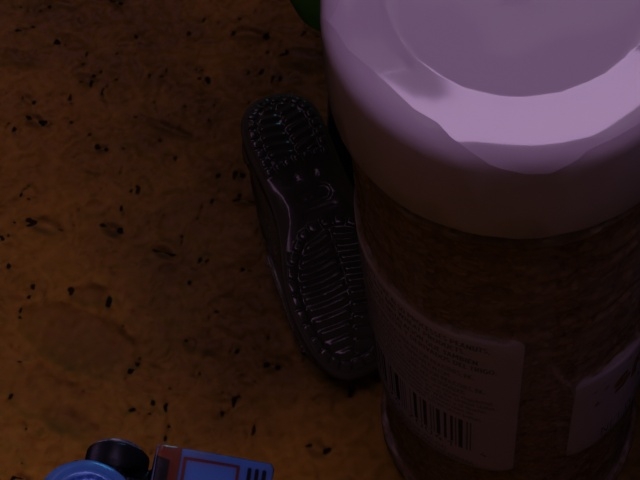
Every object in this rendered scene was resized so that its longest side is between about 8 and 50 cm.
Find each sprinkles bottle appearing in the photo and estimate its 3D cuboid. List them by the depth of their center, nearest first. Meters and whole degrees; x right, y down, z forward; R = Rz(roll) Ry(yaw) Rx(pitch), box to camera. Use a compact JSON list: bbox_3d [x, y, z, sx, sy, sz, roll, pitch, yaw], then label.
[{"bbox_3d":[0.072,0.003,0.677,0.121,0.355,0.121,-2,64,4],"label":"sprinkles bottle"}]

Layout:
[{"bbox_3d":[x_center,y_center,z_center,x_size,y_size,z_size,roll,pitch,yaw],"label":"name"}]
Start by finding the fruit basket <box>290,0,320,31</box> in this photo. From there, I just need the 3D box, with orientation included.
[{"bbox_3d":[0.166,-0.206,0.662,0.392,0.392,0.283,11,77,6],"label":"fruit basket"}]

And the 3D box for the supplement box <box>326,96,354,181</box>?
[{"bbox_3d":[0.203,-0.075,0.835,0.356,0.195,0.194,28,60,16],"label":"supplement box"}]

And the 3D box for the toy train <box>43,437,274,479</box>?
[{"bbox_3d":[-0.076,0.169,0.738,0.105,0.080,0.184,9,56,-2],"label":"toy train"}]

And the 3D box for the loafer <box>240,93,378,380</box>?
[{"bbox_3d":[0.000,0.000,0.870,0.056,0.050,0.148,-14,73,-6],"label":"loafer"}]
